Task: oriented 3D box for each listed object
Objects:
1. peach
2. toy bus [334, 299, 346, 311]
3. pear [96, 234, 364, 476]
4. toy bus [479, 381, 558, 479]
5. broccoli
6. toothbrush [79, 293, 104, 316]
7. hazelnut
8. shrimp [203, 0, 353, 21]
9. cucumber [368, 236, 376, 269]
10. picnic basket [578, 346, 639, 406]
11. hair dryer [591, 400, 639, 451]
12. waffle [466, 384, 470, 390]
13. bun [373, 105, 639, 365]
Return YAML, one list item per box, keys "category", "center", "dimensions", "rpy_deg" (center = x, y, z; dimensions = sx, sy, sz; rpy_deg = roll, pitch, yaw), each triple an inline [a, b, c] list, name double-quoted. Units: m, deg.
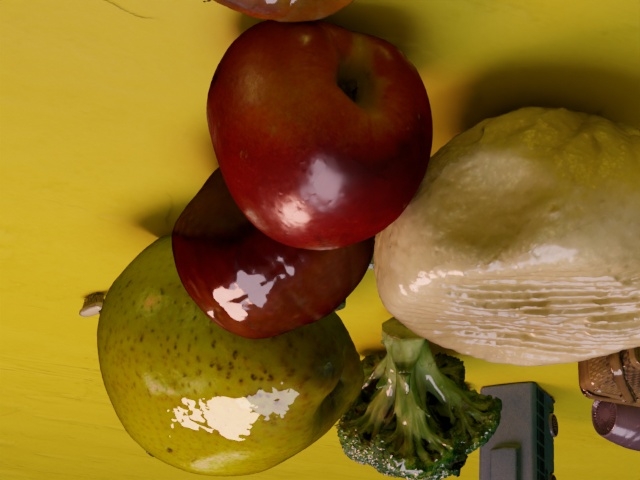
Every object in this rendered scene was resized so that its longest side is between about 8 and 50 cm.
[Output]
- category: "peach"
  center: [-0.009, -0.101, 1.290]
  dimensions: [0.243, 0.199, 0.243]
  rpy_deg: [21, 140, 19]
- category: "toy bus"
  center: [-0.076, 0.083, 1.850]
  dimensions: [0.109, 0.091, 0.261]
  rpy_deg: [12, 157, -43]
- category: "pear"
  center: [-0.100, 0.170, 1.682]
  dimensions: [0.318, 0.238, 0.342]
  rpy_deg: [-6, 124, 45]
- category: "toy bus"
  center: [0.333, 0.369, 2.243]
  dimensions: [0.116, 0.234, 0.133]
  rpy_deg: [-9, 150, 25]
- category: "broccoli"
  center: [0.133, 0.230, 2.032]
  dimensions: [0.254, 0.269, 0.269]
  rpy_deg: [-33, 178, -35]
- category: "toothbrush"
  center: [-0.248, 0.068, 1.899]
  dimensions: [0.294, 0.028, 0.026]
  rpy_deg: [-17, 150, 37]
- category: "hazelnut"
  center: [-0.047, 0.002, 1.514]
  dimensions: [0.229, 0.230, 0.229]
  rpy_deg: [3, 155, 1]
- category: "shrimp"
  center: [-0.073, -0.253, 1.144]
  dimensions: [0.248, 0.068, 0.150]
  rpy_deg: [4, 143, -14]
- category: "cucumber"
  center: [0.000, 0.000, 1.705]
  dimensions: [0.220, 0.046, 0.070]
  rpy_deg: [3, 153, -3]
- category: "picnic basket"
  center: [0.489, 0.136, 1.795]
  dimensions: [0.266, 0.165, 0.139]
  rpy_deg: [11, 154, -18]
- category: "hair dryer"
  center: [0.643, 0.241, 2.104]
  dimensions: [0.301, 0.121, 0.361]
  rpy_deg: [5, 152, -25]
- category: "waffle"
  center: [0.222, 0.265, 2.273]
  dimensions: [0.083, 0.029, 0.075]
  rpy_deg: [2, 158, -4]
- category: "bun"
  center: [0.233, -0.012, 1.427]
  dimensions: [0.348, 0.227, 0.352]
  rpy_deg: [2, 153, 2]
